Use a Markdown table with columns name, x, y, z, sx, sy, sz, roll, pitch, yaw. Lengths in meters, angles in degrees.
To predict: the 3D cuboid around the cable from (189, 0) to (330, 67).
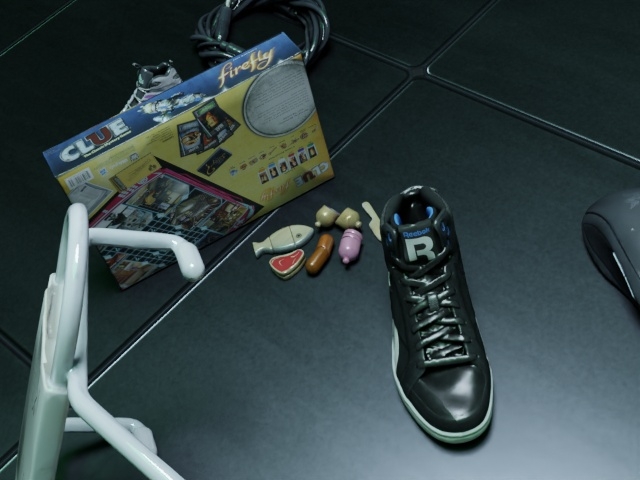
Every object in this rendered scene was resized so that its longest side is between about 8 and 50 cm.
| name | x | y | z | sx | sy | sz | roll | pitch | yaw |
| --- | --- | --- | --- | --- | --- | --- | --- | --- | --- |
| cable | -0.070 | -0.244 | 1.134 | 0.150 | 0.047 | 0.184 | -28 | 50 | -9 |

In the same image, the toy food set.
| name | x | y | z | sx | sy | sz | roll | pitch | yaw |
| --- | --- | --- | --- | --- | --- | --- | --- | --- | --- |
| toy food set | 0.000 | 0.000 | 0.926 | 0.122 | 0.019 | 0.078 | -24 | 49 | -6 |

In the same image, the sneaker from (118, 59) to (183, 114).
| name | x | y | z | sx | sy | sz | roll | pitch | yaw |
| --- | --- | --- | --- | --- | --- | --- | --- | --- | --- |
| sneaker | -0.200 | -0.167 | 1.087 | 0.098 | 0.069 | 0.038 | -40 | 52 | -19 |

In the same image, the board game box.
| name | x | y | z | sx | sy | sz | roll | pitch | yaw |
| --- | --- | --- | --- | --- | --- | --- | --- | --- | --- |
| board game box | -0.114 | -0.071 | 0.920 | 0.243 | 0.165 | 0.042 | -28 | 49 | -11 |

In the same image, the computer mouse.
| name | x | y | z | sx | sy | sz | roll | pitch | yaw |
| --- | --- | --- | --- | --- | --- | --- | --- | --- | --- |
| computer mouse | 0.336 | 0.024 | 0.790 | 0.184 | 0.060 | 0.262 | -18 | 49 | 1 |

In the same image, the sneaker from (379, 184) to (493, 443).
| name | x | y | z | sx | sy | sz | roll | pitch | yaw |
| --- | --- | --- | --- | --- | --- | --- | --- | --- | --- |
| sneaker | 0.085 | 0.047 | 0.796 | 0.079 | 0.121 | 0.217 | -13 | 48 | 5 |

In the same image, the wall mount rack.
| name | x | y | z | sx | sy | sz | roll | pitch | yaw |
| --- | --- | --- | --- | --- | --- | --- | --- | --- | --- |
| wall mount rack | -0.133 | 0.162 | 0.657 | 0.130 | 0.350 | 0.304 | 6 | 35 | -18 |
